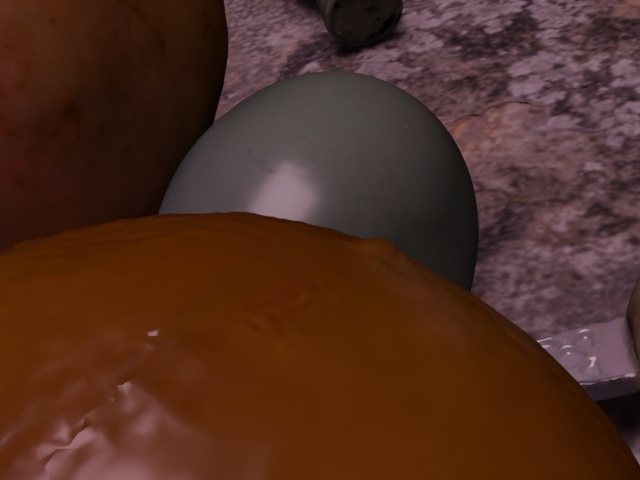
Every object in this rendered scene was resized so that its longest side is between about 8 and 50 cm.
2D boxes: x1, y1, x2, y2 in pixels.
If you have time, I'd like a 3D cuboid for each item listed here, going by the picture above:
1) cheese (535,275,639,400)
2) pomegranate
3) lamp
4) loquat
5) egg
[{"bbox_3d":[0.191,0.056,0.721,0.249,0.071,0.163,-23,32,-10],"label":"cheese"},{"bbox_3d":[-0.258,-0.119,0.891,0.411,0.411,0.411,-12,33,8],"label":"pomegranate"},{"bbox_3d":[0.014,-0.228,1.213,0.106,0.106,0.193,-16,42,1],"label":"lamp"},{"bbox_3d":[-0.042,0.152,0.465,0.328,0.328,0.328,-12,33,8],"label":"loquat"},{"bbox_3d":[0.000,0.000,0.803,0.168,0.168,0.231,-4,31,20],"label":"egg"}]
